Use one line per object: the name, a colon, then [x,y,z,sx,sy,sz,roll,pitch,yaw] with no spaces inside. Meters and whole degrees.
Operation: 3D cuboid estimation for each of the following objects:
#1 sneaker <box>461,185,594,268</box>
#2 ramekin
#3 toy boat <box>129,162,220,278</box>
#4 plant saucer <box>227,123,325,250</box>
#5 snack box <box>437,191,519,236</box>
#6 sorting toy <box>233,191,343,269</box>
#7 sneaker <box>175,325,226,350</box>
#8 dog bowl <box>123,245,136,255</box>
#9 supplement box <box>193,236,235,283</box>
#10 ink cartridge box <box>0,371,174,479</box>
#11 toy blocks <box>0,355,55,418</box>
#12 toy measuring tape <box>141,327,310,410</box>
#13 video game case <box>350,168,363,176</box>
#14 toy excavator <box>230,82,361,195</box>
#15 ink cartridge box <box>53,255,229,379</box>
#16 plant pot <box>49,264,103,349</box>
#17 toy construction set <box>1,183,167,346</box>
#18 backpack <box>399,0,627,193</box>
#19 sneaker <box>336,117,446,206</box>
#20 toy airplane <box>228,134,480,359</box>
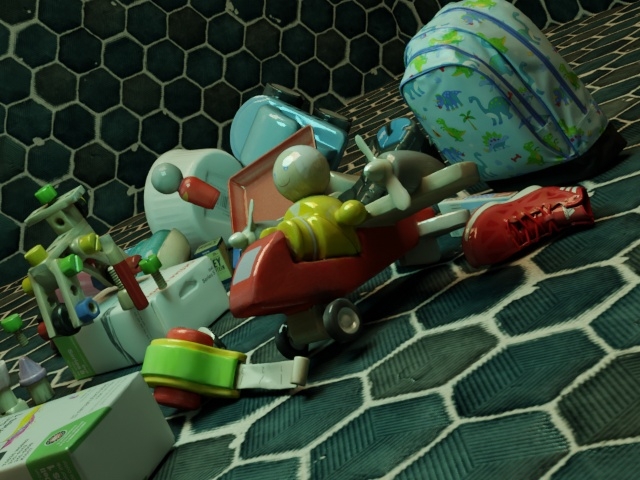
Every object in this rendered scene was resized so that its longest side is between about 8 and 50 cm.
sneaker: [0.309,-0.032,1.398,0.221,0.087,0.128,-35,15,-36]
ramekin: [-0.290,-0.097,2.391,0.135,0.277,0.277,-7,21,35]
toy boat: [-0.338,0.000,2.059,0.267,0.148,0.318,-105,39,-81]
plant saucer: [-0.086,-0.083,2.080,0.259,0.047,0.259,-31,50,30]
snack box: [0.262,-0.041,1.564,0.022,0.064,0.178,-31,14,-29]
sorting toy: [0.000,0.000,1.869,0.347,0.047,0.196,-26,36,-3]
sneaker: [-0.217,0.185,1.596,0.075,0.057,0.161,-50,25,-26]
dog bowl: [-0.550,0.081,2.511,0.297,0.074,0.166,-22,4,-20]
supplement box: [-0.225,0.047,2.081,0.056,0.083,0.083,-23,12,7]
ink cartridge box: [-0.357,0.294,1.233,0.278,0.117,0.201,-20,13,21]
toy blocks: [-0.672,0.243,1.713,0.288,0.260,0.309,-21,13,17]
toy measuring tape: [-0.157,0.175,1.333,0.121,0.121,0.330,-35,16,-38]
video game case: [0.124,-0.172,2.490,0.166,0.015,0.119,-25,12,-2]
toy excavator: [-0.053,-0.194,2.298,0.222,0.432,0.445,-67,-13,16]
ink cartridge box: [-0.335,0.144,1.816,0.272,0.115,0.198,-17,16,33]
plant pot: [-0.518,0.123,2.119,0.180,0.201,0.201,-12,9,-17]
toy construction set: [-0.428,0.019,1.699,0.308,0.237,0.257,-9,23,47]
backpack: [0.303,-0.247,1.673,0.273,0.356,0.290,-35,16,-29]
sneaker: [0.101,-0.051,1.742,0.341,0.139,0.125,-52,30,-4]
toy airplane: [0.037,-0.029,1.445,0.386,0.272,0.384,-30,4,3]
